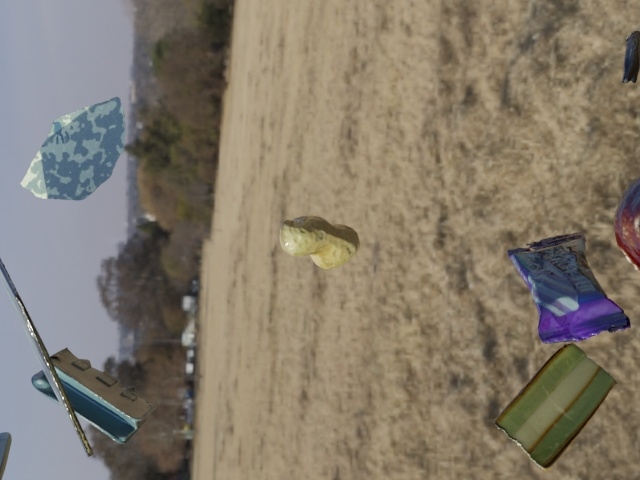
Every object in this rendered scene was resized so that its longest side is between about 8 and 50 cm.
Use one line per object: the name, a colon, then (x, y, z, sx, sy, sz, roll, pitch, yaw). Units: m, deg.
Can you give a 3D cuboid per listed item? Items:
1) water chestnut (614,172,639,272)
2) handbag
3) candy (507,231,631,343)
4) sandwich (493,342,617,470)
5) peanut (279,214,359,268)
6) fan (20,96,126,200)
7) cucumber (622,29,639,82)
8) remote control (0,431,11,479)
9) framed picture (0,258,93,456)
water chestnut: (0.595, -0.026, 1.288, 0.244, 0.289, 0.289, -111, 23, -48)
handbag: (-0.449, 0.304, 1.712, 0.062, 0.229, 0.179, -57, 0, 3)
candy: (0.422, 0.076, 1.484, 0.275, 0.145, 0.070, -95, -9, -53)
sandwich: (0.390, 0.266, 1.403, 0.187, 0.117, 0.144, -48, -14, 3)
peanut: (0.000, 0.000, 1.993, 0.101, 0.263, 0.117, -21, 65, 31)
fan: (-0.387, -0.137, 1.360, 0.131, 0.240, 0.009, 57, -159, 4)
cucumber: (0.643, -0.377, 1.764, 0.034, 0.033, 0.135, 83, -159, -54)
remote control: (-0.439, 0.317, 1.119, 0.184, 0.050, 0.027, -113, 9, -65)
framed picture: (-0.398, 0.130, 1.186, 0.324, 0.013, 0.244, 27, 138, 58)
